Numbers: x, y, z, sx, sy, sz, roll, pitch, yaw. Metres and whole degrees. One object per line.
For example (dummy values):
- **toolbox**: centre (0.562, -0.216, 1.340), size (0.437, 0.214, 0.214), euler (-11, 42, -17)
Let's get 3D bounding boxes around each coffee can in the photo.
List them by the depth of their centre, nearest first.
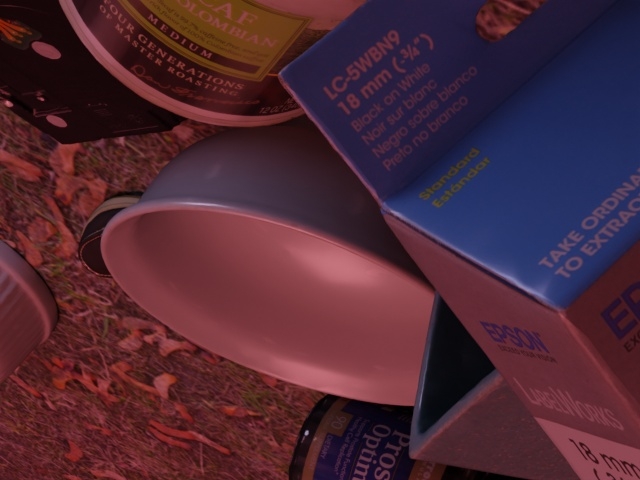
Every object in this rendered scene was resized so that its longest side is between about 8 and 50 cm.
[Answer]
- **coffee can**: centre (-0.007, -0.205, 0.694), size (0.201, 0.201, 0.275), euler (37, 148, -7)

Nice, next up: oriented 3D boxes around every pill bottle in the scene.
- **pill bottle**: centre (0.091, 0.227, 1.268), size (0.219, 0.123, 0.123), euler (15, 144, 24)

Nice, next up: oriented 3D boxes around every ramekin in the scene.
- **ramekin**: centre (-0.400, 0.074, 1.488), size (0.207, 0.109, 0.207), euler (22, 147, 15)

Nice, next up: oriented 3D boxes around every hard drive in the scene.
- **hard drive**: centre (-0.217, -0.183, 0.947), size (0.236, 0.064, 0.339), euler (-4, 151, 42)

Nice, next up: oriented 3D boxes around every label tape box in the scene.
- **label tape box**: centre (0.183, -0.010, 0.546), size (0.334, 0.240, 0.106), euler (51, 168, -13)

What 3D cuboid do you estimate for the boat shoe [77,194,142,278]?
- **boat shoe**: centre (-0.159, 0.007, 1.226), size (0.223, 0.073, 0.080), euler (-12, 128, 47)

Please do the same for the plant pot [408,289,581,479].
- **plant pot**: centre (0.224, 0.008, 0.766), size (0.252, 0.248, 0.247), euler (18, 149, -9)

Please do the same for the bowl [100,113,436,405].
- **bowl**: centre (0.000, 0.000, 1.002), size (0.297, 0.134, 0.298), euler (16, 155, 7)
